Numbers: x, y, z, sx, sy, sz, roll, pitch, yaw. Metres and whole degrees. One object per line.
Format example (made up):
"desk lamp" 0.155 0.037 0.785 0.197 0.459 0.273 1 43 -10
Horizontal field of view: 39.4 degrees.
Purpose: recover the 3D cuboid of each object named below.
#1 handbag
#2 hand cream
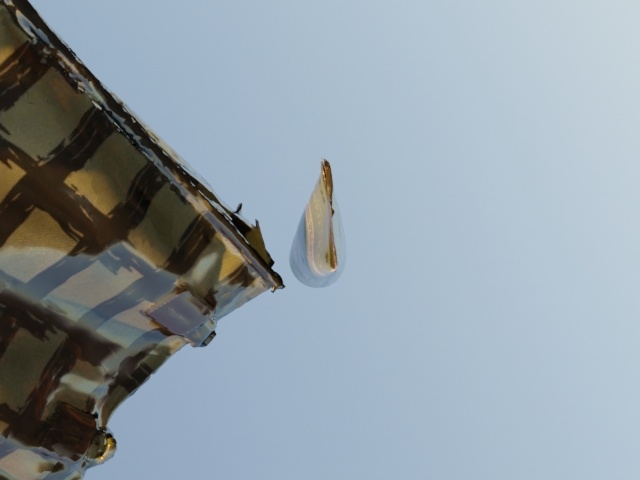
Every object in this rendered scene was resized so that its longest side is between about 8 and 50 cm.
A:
"handbag" -0.236 0.025 0.688 0.327 0.325 0.162 46 177 -31
"hand cream" 0.000 0.000 0.786 0.055 0.235 0.086 -7 -100 -4
